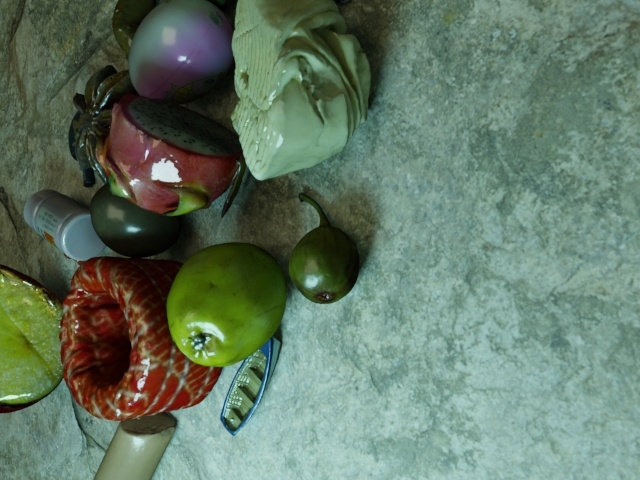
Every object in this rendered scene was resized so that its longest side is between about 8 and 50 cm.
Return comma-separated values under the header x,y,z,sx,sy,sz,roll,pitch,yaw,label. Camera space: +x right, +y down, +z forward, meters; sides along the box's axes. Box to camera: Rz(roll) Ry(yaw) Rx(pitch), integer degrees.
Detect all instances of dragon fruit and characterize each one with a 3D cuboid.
x,y,z,sx,sy,sz,roll,pitch,yaw,label
-0.302,-0.151,1.127,0.290,0.290,0.189,40,113,33,dragon fruit

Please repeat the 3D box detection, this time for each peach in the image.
x,y,z,sx,sy,sz,roll,pitch,yaw,label
-0.854,0.268,1.533,0.416,0.339,0.353,36,147,34,peach

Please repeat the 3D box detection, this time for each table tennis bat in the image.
x,y,z,sx,sy,sz,roll,pitch,yaw,label
-0.656,-0.261,1.586,0.150,0.027,0.237,-25,70,36,table tennis bat

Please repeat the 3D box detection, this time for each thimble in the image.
x,y,z,sx,sy,sz,roll,pitch,yaw,label
-0.380,0.206,1.203,0.349,0.230,0.351,-4,84,38,thimble

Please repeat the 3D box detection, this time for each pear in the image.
x,y,z,sx,sy,sz,roll,pitch,yaw,label
-0.166,0.107,1.026,0.212,0.269,0.213,7,121,12,pear

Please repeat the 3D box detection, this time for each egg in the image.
x,y,z,sx,sy,sz,roll,pitch,yaw,label
-0.294,-0.388,1.189,0.271,0.196,0.197,-10,81,50,egg

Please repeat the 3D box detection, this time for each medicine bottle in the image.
x,y,z,sx,sy,sz,roll,pitch,yaw,label
-0.683,-0.047,1.525,0.249,0.133,0.134,25,103,37,medicine bottle

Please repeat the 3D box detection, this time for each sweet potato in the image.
x,y,z,sx,sy,sz,roll,pitch,yaw,label
-0.445,-0.531,1.381,0.123,0.098,0.311,-2,84,17,sweet potato

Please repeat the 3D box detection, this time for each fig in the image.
x,y,z,sx,sy,sz,roll,pitch,yaw,label
0.000,0.000,0.999,0.124,0.124,0.237,-40,41,31,fig

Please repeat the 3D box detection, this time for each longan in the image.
x,y,z,sx,sy,sz,roll,pitch,yaw,label
-0.411,-0.054,1.268,0.212,0.197,0.198,22,103,63,longan

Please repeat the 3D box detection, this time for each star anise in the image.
x,y,z,sx,sy,sz,roll,pitch,yaw,label
-0.547,-0.295,1.446,0.315,0.108,0.316,1,91,41,star anise

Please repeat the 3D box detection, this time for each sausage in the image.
x,y,z,sx,sy,sz,roll,pitch,yaw,label
-0.428,0.495,1.295,0.123,0.123,0.253,40,111,33,sausage

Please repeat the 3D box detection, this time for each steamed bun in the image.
x,y,z,sx,sy,sz,roll,pitch,yaw,label
-0.032,-0.273,0.964,0.276,0.203,0.290,-42,59,59,steamed bun

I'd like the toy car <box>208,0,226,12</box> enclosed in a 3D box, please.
x,y,z,sx,sy,sz,roll,pitch,yaw,label
-0.271,-0.622,1.190,0.358,0.176,0.214,35,108,36,toy car

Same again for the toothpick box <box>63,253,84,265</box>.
x,y,z,sx,sy,sz,roll,pitch,yaw,label
-0.662,0.039,1.559,0.083,0.047,0.047,19,100,37,toothpick box

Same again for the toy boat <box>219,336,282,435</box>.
x,y,z,sx,sy,sz,roll,pitch,yaw,label
-0.131,0.277,1.110,0.080,0.045,0.229,38,110,35,toy boat

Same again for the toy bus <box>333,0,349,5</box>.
x,y,z,sx,sy,sz,roll,pitch,yaw,label
-0.023,-0.431,1.039,0.167,0.073,0.076,-39,64,33,toy bus
